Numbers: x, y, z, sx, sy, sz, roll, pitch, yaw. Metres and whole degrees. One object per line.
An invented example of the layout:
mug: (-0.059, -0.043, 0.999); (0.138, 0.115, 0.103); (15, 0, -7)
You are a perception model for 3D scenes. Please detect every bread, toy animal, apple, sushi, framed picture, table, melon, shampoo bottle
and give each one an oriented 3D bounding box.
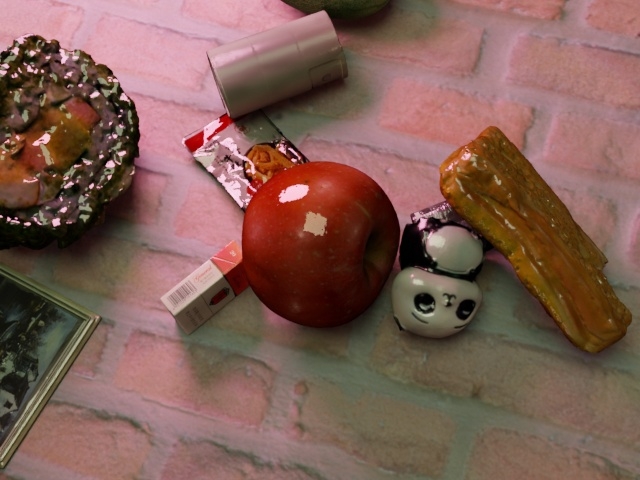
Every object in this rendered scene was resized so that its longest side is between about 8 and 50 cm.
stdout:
bread: (0.336, 0.000, 1.762); (0.109, 0.185, 0.380); (-41, 87, 28)
toy animal: (0.193, 0.065, 1.791); (0.166, 0.138, 0.179); (15, 76, -12)
apple: (0.000, 0.000, 1.787); (0.216, 0.260, 0.260); (16, 69, 29)
sushi: (-0.461, -0.147, 1.912); (0.294, 0.178, 0.352); (31, 69, -13)
framed picture: (-0.537, 0.199, 1.906); (0.232, 0.019, 0.296); (25, 73, 17)
table: (-0.077, -0.306, 1.992); (0.220, 0.126, 0.126); (-21, 65, -5)
melon: (0.002, -0.493, 2.041); (0.287, 0.182, 0.182); (16, 70, 15)
shampoo bottle: (0.252, -0.055, 1.877); (0.207, 0.063, 0.057); (-21, 75, -2)

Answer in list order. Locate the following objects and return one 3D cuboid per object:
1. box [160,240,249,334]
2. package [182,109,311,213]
box: (-0.179, 0.078, 1.862); (0.152, 0.100, 0.048); (-41, 70, -10)
package: (-0.117, -0.136, 1.981); (0.154, 0.030, 0.239); (-34, 61, -18)
